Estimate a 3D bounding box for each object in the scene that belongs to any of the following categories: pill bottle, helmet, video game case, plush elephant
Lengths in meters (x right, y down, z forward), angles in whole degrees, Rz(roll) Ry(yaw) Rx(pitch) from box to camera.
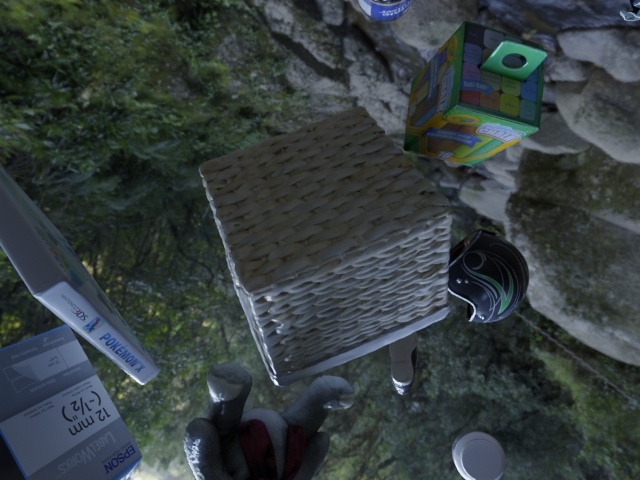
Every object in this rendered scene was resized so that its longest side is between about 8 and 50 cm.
[{"bbox_3d":[0.348,0.477,1.062,0.108,0.108,0.180,28,169,20],"label":"pill bottle"},{"bbox_3d":[0.330,0.077,0.963,0.161,0.169,0.169,43,-174,3],"label":"helmet"},{"bbox_3d":[-0.349,0.017,0.624,0.329,0.036,0.300,44,158,24],"label":"video game case"},{"bbox_3d":[0.127,-0.494,0.924,0.123,0.122,0.219,26,-166,0],"label":"pill bottle"},{"bbox_3d":[-0.086,0.384,0.728,0.272,0.330,0.255,25,-165,-35],"label":"plush elephant"}]

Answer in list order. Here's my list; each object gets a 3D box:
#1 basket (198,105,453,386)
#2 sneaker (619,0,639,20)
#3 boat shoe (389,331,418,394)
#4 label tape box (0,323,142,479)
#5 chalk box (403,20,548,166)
[{"bbox_3d":[0.000,0.000,0.804,0.266,0.331,0.328,77,167,-48],"label":"basket"},{"bbox_3d":[0.433,-0.384,0.594,0.153,0.094,0.235,-8,138,15],"label":"sneaker"},{"bbox_3d":[0.219,0.312,1.270,0.075,0.065,0.206,-1,-147,14],"label":"boat shoe"},{"bbox_3d":[-0.378,0.314,0.635,0.347,0.115,0.249,56,-158,5],"label":"label tape box"},{"bbox_3d":[0.228,-0.210,0.694,0.132,0.132,0.213,11,168,-12],"label":"chalk box"}]
